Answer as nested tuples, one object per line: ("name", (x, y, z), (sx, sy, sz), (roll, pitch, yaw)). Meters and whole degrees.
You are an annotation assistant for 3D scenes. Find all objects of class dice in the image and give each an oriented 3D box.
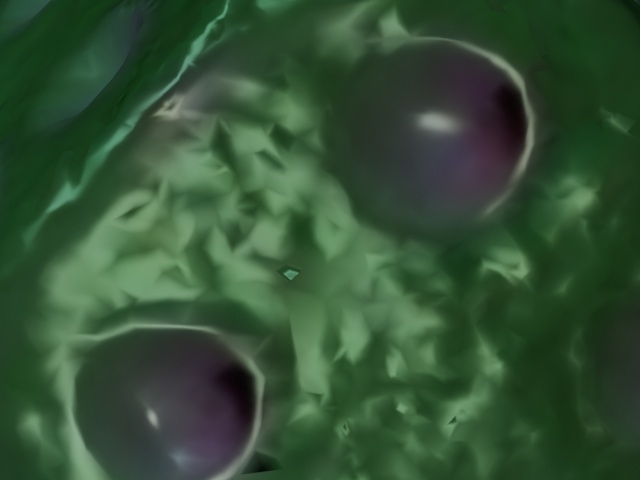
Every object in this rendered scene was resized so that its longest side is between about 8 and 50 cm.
("dice", (0.000, 0.000, 0.804), (0.322, 0.330, 0.318), (-47, 22, 6))
